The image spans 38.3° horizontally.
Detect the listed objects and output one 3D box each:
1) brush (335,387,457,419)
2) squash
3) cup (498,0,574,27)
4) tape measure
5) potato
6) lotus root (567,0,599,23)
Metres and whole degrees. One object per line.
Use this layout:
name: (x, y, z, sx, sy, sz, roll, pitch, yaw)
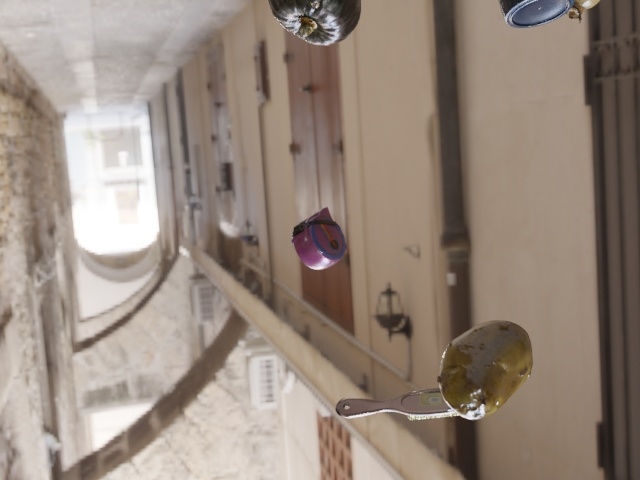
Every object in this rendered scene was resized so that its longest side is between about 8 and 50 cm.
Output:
brush: (0.192, 0.404, 2.197, 0.312, 0.067, 0.072, -5, -138, 2)
squash: (-0.012, -0.478, 1.853, 0.193, 0.156, 0.193, 9, -178, 0)
cup: (0.324, -0.403, 1.399, 0.113, 0.138, 0.150, -19, 164, 31)
tape measure: (0.000, 0.000, 1.983, 0.074, 0.118, 0.125, -30, 179, 42)
potato: (0.270, 0.210, 1.517, 0.176, 0.137, 0.137, -40, -165, -11)
lotus root: (0.417, -0.413, 1.439, 0.073, 0.150, 0.062, 21, 177, 35)
